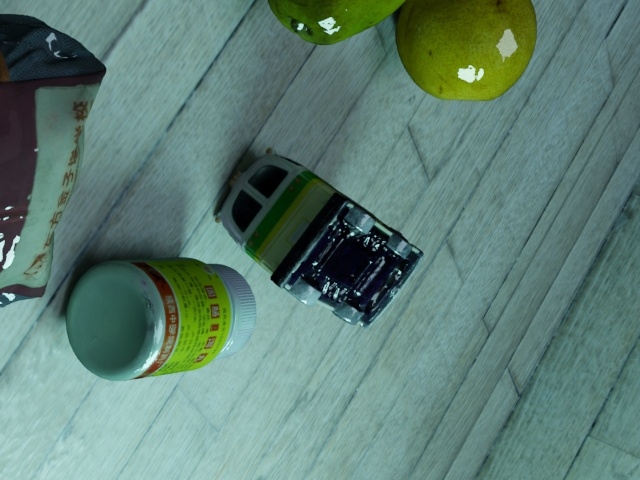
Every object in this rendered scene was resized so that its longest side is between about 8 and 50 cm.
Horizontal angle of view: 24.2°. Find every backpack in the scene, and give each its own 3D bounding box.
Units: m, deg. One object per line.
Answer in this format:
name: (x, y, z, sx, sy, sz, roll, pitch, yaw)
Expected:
backpack: (-0.357, -0.056, 1.289, 0.317, 0.197, 0.283, -13, 122, -53)

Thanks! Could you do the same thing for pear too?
pear: (0.033, -0.361, 1.761, 0.269, 0.212, 0.212, -58, 152, -9)
pear: (0.210, -0.305, 2.123, 0.209, 0.209, 0.209, -41, 143, -41)

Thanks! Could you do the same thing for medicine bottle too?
medicine bottle: (-0.185, 0.089, 1.767, 0.225, 0.139, 0.139, -1, 111, -61)

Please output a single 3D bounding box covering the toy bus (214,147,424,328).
toy bus: (0.000, 0.000, 1.996, 0.143, 0.179, 0.305, -54, 153, 4)
